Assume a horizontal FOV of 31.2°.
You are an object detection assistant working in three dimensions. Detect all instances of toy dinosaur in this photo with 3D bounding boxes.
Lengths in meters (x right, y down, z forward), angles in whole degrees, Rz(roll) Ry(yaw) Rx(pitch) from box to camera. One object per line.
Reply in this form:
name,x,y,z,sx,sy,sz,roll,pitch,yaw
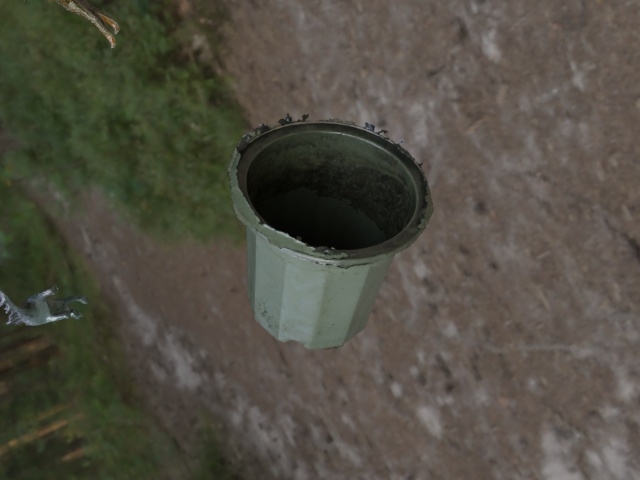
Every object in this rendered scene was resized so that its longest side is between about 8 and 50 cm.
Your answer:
toy dinosaur,-0.363,0.087,1.455,0.209,0.082,0.039,37,-141,-71

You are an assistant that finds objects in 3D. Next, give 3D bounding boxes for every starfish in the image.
starfish,-0.467,-0.446,2.184,0.050,0.247,0.138,-52,42,17

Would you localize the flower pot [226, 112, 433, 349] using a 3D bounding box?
flower pot,0.000,0.000,1.625,0.290,0.290,0.259,49,148,31
